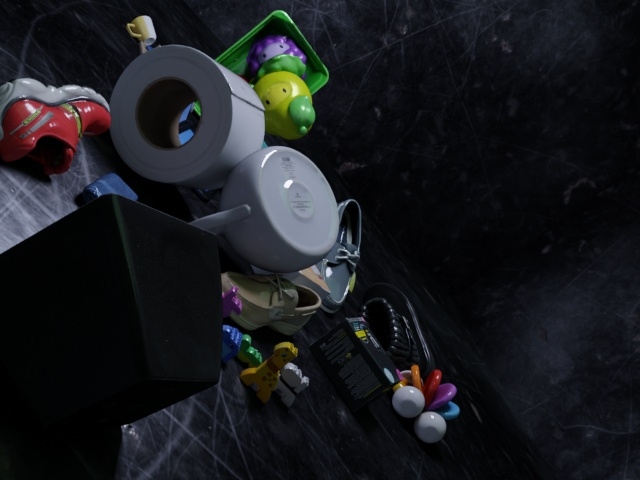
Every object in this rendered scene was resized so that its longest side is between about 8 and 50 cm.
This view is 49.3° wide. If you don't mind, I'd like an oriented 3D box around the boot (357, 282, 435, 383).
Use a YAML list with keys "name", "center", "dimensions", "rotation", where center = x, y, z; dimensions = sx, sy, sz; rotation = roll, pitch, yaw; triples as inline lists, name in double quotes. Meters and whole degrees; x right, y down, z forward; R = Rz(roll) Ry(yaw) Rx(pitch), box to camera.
- name: "boot"
  center: [0.165, 0.209, 1.846]
  dimensions: [0.260, 0.131, 0.348]
  rotation: [37, 17, -46]

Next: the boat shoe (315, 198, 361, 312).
- name: "boat shoe"
  center: [0.045, 0.029, 1.751]
  dimensions: [0.116, 0.099, 0.319]
  rotation: [30, 48, -27]

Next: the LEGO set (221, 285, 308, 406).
- name: "LEGO set"
  center: [-0.090, 0.166, 1.073]
  dimensions: [0.227, 0.093, 0.087]
  rotation: [49, 12, -14]

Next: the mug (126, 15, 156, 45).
- name: "mug"
  center: [-0.494, -0.575, 1.936]
  dimensions: [0.064, 0.078, 0.062]
  rotation: [63, -19, 13]

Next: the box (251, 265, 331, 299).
- name: "box"
  center: [-0.075, 0.056, 1.483]
  dimensions: [0.130, 0.091, 0.170]
  rotation: [36, 20, -53]

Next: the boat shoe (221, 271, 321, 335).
- name: "boat shoe"
  center: [-0.092, 0.100, 1.257]
  dimensions: [0.109, 0.098, 0.302]
  rotation: [57, 13, 27]

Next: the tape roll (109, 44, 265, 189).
- name: "tape roll"
  center: [-0.245, -0.221, 1.299]
  dimensions: [0.246, 0.246, 0.169]
  rotation: [53, 12, 10]

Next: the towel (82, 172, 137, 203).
- name: "towel"
  center: [-0.320, -0.064, 1.057]
  dimensions: [0.067, 0.029, 0.119]
  rotation: [49, 12, -12]

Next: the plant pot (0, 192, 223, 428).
- name: "plant pot"
  center: [-0.204, 0.087, 0.699]
  dimensions: [0.188, 0.187, 0.167]
  rotation: [27, 40, -64]

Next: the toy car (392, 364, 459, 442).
- name: "toy car"
  center: [0.257, 0.377, 1.665]
  dimensions: [0.182, 0.136, 0.159]
  rotation: [50, 11, -5]

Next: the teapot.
- name: "teapot"
  center: [-0.104, -0.041, 1.305]
  dimensions: [0.256, 0.187, 0.252]
  rotation: [43, 43, -29]

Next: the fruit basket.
- name: "fruit basket"
  center: [-0.156, -0.413, 1.911]
  dimensions: [0.283, 0.392, 0.392]
  rotation: [51, 11, -22]

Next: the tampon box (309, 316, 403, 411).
- name: "tampon box"
  center: [0.077, 0.252, 1.437]
  dimensions: [0.161, 0.101, 0.120]
  rotation: [55, 12, 15]

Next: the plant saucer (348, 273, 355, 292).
- name: "plant saucer"
  center: [0.029, 0.048, 1.897]
  dimensions: [0.188, 0.045, 0.188]
  rotation: [52, -5, -6]

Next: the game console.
- name: "game console"
  center: [-0.260, -0.258, 1.567]
  dimensions: [0.173, 0.250, 0.293]
  rotation: [23, 15, -5]

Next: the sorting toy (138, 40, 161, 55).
- name: "sorting toy"
  center: [-0.425, -0.476, 1.889]
  dimensions: [0.132, 0.046, 0.274]
  rotation: [43, 15, -37]

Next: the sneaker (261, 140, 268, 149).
- name: "sneaker"
  center: [-0.152, -0.157, 1.655]
  dimensions: [0.121, 0.108, 0.302]
  rotation: [22, 52, -63]

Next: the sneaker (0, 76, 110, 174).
- name: "sneaker"
  center: [-0.381, -0.151, 0.989]
  dimensions: [0.279, 0.107, 0.118]
  rotation: [-36, 106, -76]
